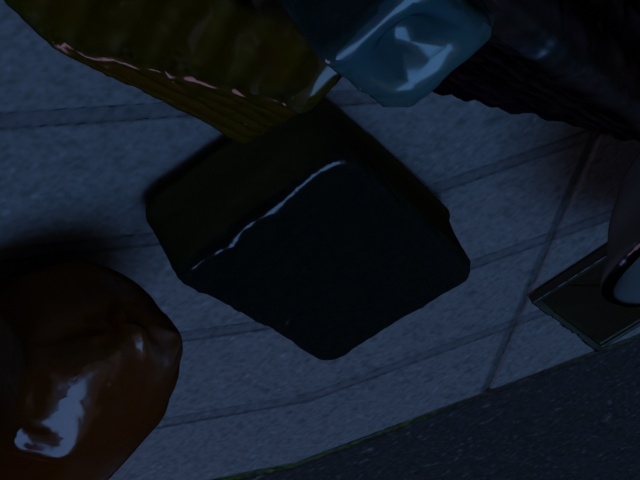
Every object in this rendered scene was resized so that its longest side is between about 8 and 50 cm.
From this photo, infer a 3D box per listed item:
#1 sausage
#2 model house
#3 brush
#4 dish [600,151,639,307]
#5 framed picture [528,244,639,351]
[{"bbox_3d":[-0.181,0.111,0.791,0.258,0.133,0.133,-45,143,23],"label":"sausage"},{"bbox_3d":[0.012,-0.109,0.480,0.230,0.248,0.281,-40,145,24],"label":"model house"},{"bbox_3d":[0.000,0.000,0.810,0.123,0.059,0.197,-35,147,13],"label":"brush"},{"bbox_3d":[0.297,-0.072,0.841,0.317,0.106,0.316,-19,161,-7],"label":"dish"},{"bbox_3d":[0.236,0.038,1.074,0.109,0.011,0.149,-35,147,15],"label":"framed picture"}]
